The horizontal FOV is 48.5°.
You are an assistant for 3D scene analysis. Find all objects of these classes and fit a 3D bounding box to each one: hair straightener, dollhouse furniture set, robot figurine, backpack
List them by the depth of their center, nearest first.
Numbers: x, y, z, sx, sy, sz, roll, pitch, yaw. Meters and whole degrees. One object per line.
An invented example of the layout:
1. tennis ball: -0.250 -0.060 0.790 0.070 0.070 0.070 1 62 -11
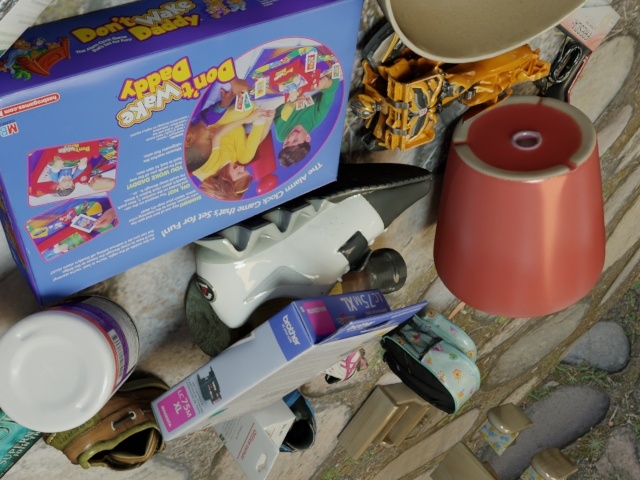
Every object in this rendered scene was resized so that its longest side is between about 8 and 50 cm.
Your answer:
1. robot figurine: 0.165 -0.213 0.870 0.291 0.085 0.211 -31 146 -20
2. hair straightener: 0.376 -0.246 1.111 0.089 0.047 0.230 -2 130 -48
3. backpack: 0.229 0.240 1.396 0.144 0.188 0.166 -34 147 -16
4. dollhouse furniture set: 0.273 0.507 1.572 0.256 0.394 0.362 5 125 -51

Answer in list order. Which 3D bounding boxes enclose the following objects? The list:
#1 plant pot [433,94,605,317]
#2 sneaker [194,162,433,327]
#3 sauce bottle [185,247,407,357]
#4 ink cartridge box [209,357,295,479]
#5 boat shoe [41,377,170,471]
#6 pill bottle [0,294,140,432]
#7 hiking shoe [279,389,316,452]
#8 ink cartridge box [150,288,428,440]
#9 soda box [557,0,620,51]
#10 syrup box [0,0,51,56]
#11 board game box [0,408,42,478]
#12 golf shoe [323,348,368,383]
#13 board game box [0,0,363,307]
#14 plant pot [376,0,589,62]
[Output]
1. plant pot: 0.298 -0.063 1.061 0.275 0.275 0.243 -32 138 -19
2. sneaker: 0.000 0.000 0.864 0.330 0.122 0.146 -22 115 -25
3. sauce bottle: -0.017 0.072 0.982 0.344 0.111 0.111 -9 135 -42
4. ink cartridge box: -0.104 0.260 1.044 0.060 0.180 0.104 -11 137 -42
5. boat shoe: -0.249 0.242 0.894 0.111 0.104 0.307 -44 160 1
6. pill bottle: -0.241 0.111 0.709 0.108 0.108 0.193 -42 -176 -2
7. hiking shoe: -0.065 0.318 1.206 0.113 0.132 0.304 -36 149 -12
8. ink cartridge box: -0.038 0.137 0.852 0.311 0.065 0.186 -34 162 31
9. soda box: 0.345 -0.320 0.974 0.183 0.058 0.063 4 125 -52
10. syrup box: -0.235 -0.155 0.434 0.096 0.093 0.237 42 94 -15
11. board game box: -0.369 0.210 0.827 0.186 0.026 0.126 -46 150 4
12. golf shoe: 0.033 0.204 1.243 0.086 0.067 0.186 -35 148 -11
13. board game box: -0.130 -0.104 0.668 0.347 0.078 0.233 -25 145 -28
14. plant pot: 0.130 -0.317 0.579 0.284 0.191 0.284 -24 152 -14
